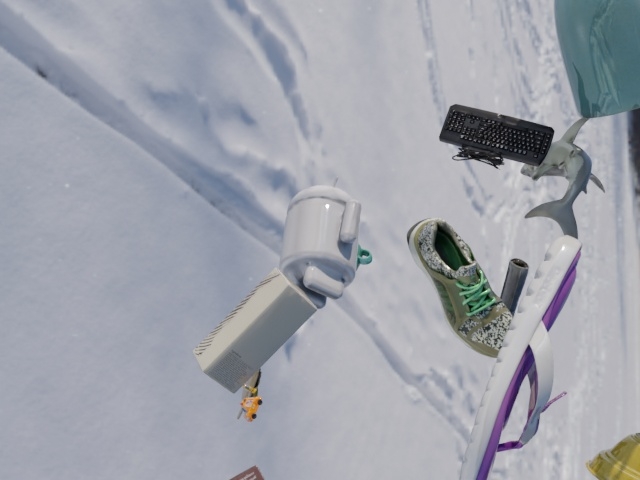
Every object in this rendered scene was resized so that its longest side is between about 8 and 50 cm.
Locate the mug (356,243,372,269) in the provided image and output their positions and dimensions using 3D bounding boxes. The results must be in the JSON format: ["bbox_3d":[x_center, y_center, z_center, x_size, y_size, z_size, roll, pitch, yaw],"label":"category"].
[{"bbox_3d":[0.079,0.053,2.534,0.129,0.158,0.097,-64,175,34],"label":"mug"}]

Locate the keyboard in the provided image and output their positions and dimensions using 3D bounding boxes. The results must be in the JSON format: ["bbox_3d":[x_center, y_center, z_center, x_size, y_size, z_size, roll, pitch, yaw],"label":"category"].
[{"bbox_3d":[0.302,-0.177,1.400,0.038,0.192,0.100,21,86,-68],"label":"keyboard"}]

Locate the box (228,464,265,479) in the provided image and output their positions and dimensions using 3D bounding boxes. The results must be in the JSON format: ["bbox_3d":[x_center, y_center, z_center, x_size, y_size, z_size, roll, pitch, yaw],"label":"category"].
[{"bbox_3d":[-0.168,0.609,1.735,0.167,0.168,0.203,59,-14,18],"label":"box"}]

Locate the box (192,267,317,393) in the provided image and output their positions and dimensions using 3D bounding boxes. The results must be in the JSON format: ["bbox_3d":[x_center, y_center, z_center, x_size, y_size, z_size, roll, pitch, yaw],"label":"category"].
[{"bbox_3d":[-0.149,0.203,1.806,0.275,0.094,0.113,-44,124,0],"label":"box"}]

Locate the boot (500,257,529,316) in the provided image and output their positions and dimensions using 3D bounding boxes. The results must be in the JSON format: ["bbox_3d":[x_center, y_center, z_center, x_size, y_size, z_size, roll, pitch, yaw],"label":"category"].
[{"bbox_3d":[0.541,0.152,2.314,0.189,0.076,0.208,-107,-159,-80],"label":"boot"}]

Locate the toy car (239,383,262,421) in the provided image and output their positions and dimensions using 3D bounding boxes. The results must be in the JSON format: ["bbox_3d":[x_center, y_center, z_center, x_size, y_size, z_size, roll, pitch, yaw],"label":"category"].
[{"bbox_3d":[-0.161,0.350,1.736,0.060,0.040,0.122,-62,-164,-4],"label":"toy car"}]

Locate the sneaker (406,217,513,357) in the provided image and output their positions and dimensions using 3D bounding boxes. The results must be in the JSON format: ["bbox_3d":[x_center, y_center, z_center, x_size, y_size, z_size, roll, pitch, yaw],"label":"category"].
[{"bbox_3d":[0.356,0.113,1.979,0.410,0.158,0.182,55,-6,9],"label":"sneaker"}]

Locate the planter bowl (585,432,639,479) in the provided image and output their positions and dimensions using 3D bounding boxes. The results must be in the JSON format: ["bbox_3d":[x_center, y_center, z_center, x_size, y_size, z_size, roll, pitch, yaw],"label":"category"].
[{"bbox_3d":[0.594,0.404,1.428,0.217,0.217,0.090,7,103,-67],"label":"planter bowl"}]

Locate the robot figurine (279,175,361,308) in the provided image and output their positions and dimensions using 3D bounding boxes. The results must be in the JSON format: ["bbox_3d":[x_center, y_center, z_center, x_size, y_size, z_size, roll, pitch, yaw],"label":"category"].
[{"bbox_3d":[0.000,0.000,2.121,0.200,0.300,0.353,29,51,-30],"label":"robot figurine"}]

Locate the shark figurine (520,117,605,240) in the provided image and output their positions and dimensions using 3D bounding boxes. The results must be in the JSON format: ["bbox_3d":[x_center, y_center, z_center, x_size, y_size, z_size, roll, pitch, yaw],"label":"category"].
[{"bbox_3d":[0.430,-0.098,1.337,0.116,0.166,0.278,41,25,-14],"label":"shark figurine"}]

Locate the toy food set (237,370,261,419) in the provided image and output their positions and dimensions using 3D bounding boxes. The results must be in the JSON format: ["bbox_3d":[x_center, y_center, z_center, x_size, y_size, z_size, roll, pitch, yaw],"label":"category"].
[{"bbox_3d":[-0.195,0.423,2.342,0.192,0.038,0.132,-85,-161,-57],"label":"toy food set"}]

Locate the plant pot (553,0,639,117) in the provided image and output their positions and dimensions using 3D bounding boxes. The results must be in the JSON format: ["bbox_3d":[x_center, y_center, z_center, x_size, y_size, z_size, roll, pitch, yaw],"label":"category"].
[{"bbox_3d":[0.502,-0.359,1.251,0.235,0.293,0.293,64,29,-12],"label":"plant pot"}]

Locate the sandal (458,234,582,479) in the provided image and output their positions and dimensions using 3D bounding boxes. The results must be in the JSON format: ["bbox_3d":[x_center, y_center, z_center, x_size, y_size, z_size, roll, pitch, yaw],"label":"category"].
[{"bbox_3d":[0.308,0.191,1.156,0.416,0.102,0.169,-67,158,-4],"label":"sandal"}]
